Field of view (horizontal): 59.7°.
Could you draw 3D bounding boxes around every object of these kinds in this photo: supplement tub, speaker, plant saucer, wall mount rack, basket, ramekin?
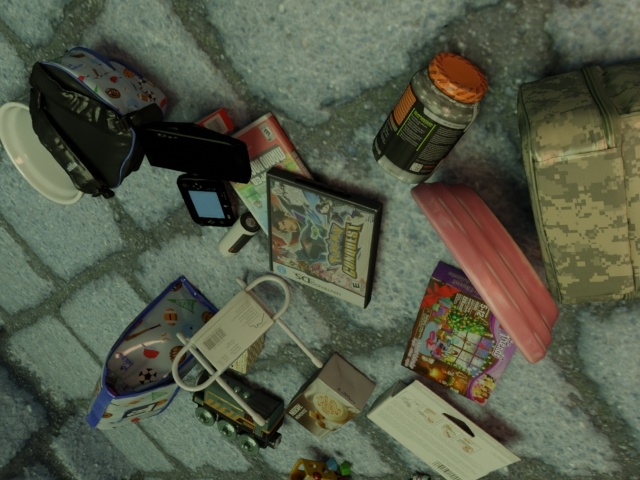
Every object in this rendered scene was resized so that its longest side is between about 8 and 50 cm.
[{"bbox_3d":[0.170,-0.190,0.878,0.117,0.117,0.190,38,137,4],"label":"supplement tub"},{"bbox_3d":[-0.195,-0.012,1.327,0.055,0.055,0.136,45,137,-4],"label":"speaker"},{"bbox_3d":[0.268,0.033,0.889,0.084,0.332,0.332,-35,102,11],"label":"plant saucer"},{"bbox_3d":[-0.175,0.268,1.380,0.304,0.350,0.130,44,169,15],"label":"wall mount rack"},{"bbox_3d":[-0.221,0.271,1.533,0.103,0.113,0.167,24,135,14],"label":"basket"},{"bbox_3d":[-0.658,-0.241,1.408,0.277,0.135,0.277,19,132,22],"label":"ramekin"}]

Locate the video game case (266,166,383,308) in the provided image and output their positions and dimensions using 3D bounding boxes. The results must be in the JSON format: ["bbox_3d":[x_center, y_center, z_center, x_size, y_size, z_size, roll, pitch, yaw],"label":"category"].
[{"bbox_3d":[0.000,0.000,1.176,0.248,0.035,0.275,21,134,20],"label":"video game case"}]

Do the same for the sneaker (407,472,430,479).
[{"bbox_3d":[0.279,0.697,1.585,0.069,0.038,0.098,9,119,32],"label":"sneaker"}]

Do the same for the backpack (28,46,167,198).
[{"bbox_3d":[-0.482,-0.278,1.202,0.263,0.213,0.276,37,131,-8],"label":"backpack"}]

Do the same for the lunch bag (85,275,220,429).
[{"bbox_3d":[-0.485,0.349,1.584,0.239,0.385,0.328,41,136,0],"label":"lunch bag"}]

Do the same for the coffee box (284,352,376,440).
[{"bbox_3d":[0.020,0.424,1.496,0.141,0.098,0.246,39,137,2],"label":"coffee box"}]

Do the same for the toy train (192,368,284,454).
[{"bbox_3d":[-0.263,0.532,1.769,0.333,0.142,0.190,24,123,20],"label":"toy train"}]

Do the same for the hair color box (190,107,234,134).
[{"bbox_3d":[-0.275,-0.220,1.185,0.167,0.093,0.053,-12,116,40],"label":"hair color box"}]

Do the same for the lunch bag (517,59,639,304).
[{"bbox_3d":[0.412,-0.079,0.731,0.255,0.213,0.305,-9,122,23],"label":"lunch bag"}]

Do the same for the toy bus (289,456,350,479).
[{"bbox_3d":[0.003,0.760,1.777,0.104,0.190,0.202,-123,16,-59],"label":"toy bus"}]

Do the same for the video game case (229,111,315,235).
[{"bbox_3d":[-0.097,-0.112,1.198,0.204,0.025,0.285,-19,112,43],"label":"video game case"}]

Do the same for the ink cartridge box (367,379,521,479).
[{"bbox_3d":[0.295,0.453,1.351,0.296,0.066,0.261,37,137,3],"label":"ink cartridge box"}]

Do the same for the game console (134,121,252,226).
[{"bbox_3d":[-0.243,-0.123,1.191,0.213,0.044,0.361,11,153,8],"label":"game console"}]

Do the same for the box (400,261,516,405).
[{"bbox_3d":[0.293,0.199,1.151,0.200,0.057,0.293,23,134,17],"label":"box"}]
